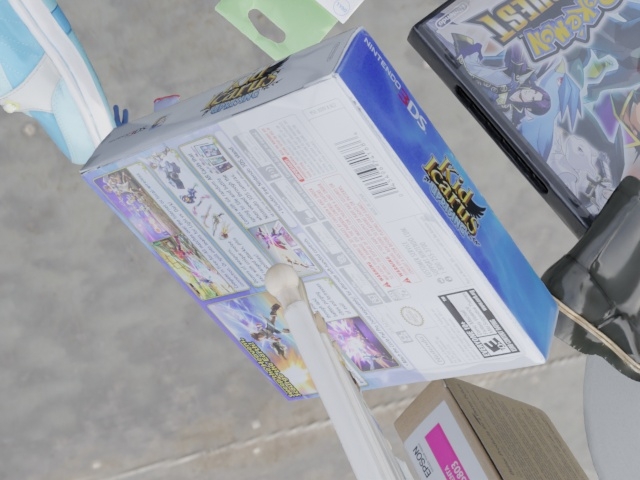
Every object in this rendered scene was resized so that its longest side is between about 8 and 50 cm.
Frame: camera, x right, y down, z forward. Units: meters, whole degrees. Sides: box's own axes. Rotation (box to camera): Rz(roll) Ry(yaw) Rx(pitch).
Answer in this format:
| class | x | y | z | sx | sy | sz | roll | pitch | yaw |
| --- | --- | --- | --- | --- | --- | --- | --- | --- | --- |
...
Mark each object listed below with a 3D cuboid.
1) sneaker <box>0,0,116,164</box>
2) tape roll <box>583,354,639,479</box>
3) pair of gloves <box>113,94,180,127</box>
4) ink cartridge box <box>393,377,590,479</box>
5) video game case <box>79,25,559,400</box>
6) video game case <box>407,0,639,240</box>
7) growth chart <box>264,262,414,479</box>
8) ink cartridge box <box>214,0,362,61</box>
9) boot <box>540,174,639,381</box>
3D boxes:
| class | x | y | z | sx | sy | sz | roll | pitch | yaw |
| --- | --- | --- | --- | --- | --- | --- | --- | --- | --- |
| sneaker | -0.325 | -0.163 | 0.919 | 0.208 | 0.127 | 0.319 | -32 | 125 | -9 |
| tape roll | 0.391 | 0.101 | 0.905 | 0.072 | 0.392 | 0.392 | 24 | 115 | -26 |
| pair of gloves | -0.319 | -0.185 | 1.808 | 0.198 | 0.159 | 0.023 | -10 | 141 | 0 |
| ink cartridge box | 0.205 | 0.267 | 1.085 | 0.193 | 0.235 | 0.088 | 23 | 117 | -37 |
| video game case | 0.000 | 0.000 | 0.754 | 0.244 | 0.061 | 0.269 | -15 | 125 | 38 |
| video game case | 0.259 | -0.168 | 0.926 | 0.275 | 0.248 | 0.035 | -38 | 174 | -14 |
| growth chart | 0.034 | 0.120 | 0.535 | 0.021 | 0.172 | 0.237 | -26 | 146 | 0 |
| ink cartridge box | -0.028 | -0.398 | 1.632 | 0.171 | 0.056 | 0.235 | 39 | 99 | -17 |
| boot | 0.265 | 0.037 | 0.872 | 0.198 | 0.077 | 0.137 | 23 | 105 | -50 |
